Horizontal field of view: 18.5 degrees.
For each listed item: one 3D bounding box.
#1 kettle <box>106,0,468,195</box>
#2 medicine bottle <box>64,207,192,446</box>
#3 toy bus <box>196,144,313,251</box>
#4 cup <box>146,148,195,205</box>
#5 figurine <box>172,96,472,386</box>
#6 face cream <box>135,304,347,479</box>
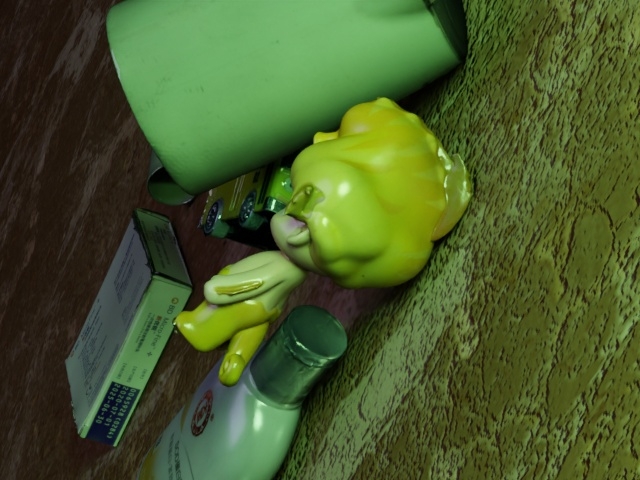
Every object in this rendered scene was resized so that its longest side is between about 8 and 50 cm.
[{"bbox_3d":[-0.015,-0.163,1.552,0.255,0.165,0.240,-25,3,11],"label":"kettle"},{"bbox_3d":[-0.204,0.086,2.040,0.201,0.052,0.171,-64,21,17],"label":"medicine bottle"},{"bbox_3d":[-0.032,-0.043,1.677,0.175,0.088,0.101,-12,60,67],"label":"toy bus"},{"bbox_3d":[-0.149,-0.089,2.061,0.075,0.054,0.083,-57,22,34],"label":"cup"},{"bbox_3d":[0.000,0.000,1.471,0.246,0.131,0.156,-41,-13,17],"label":"figurine"},{"bbox_3d":[-0.070,0.158,1.612,0.291,0.071,0.144,-50,28,41],"label":"face cream"}]
